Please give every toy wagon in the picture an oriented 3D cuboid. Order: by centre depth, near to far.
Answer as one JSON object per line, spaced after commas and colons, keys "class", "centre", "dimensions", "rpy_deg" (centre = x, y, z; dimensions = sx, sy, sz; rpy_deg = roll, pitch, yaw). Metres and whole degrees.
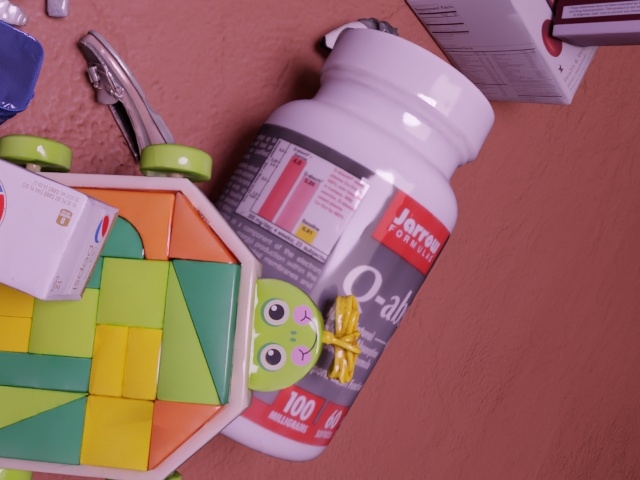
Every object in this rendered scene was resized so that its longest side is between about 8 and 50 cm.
{"class": "toy wagon", "centre": [-0.141, 0.059, 0.508], "dimensions": [0.068, 0.344, 0.267], "rpy_deg": [49, 45, -81]}

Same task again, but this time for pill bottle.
{"class": "pill bottle", "centre": [0.000, 0.000, 0.642], "dimensions": [0.210, 0.210, 0.363], "rpy_deg": [33, 87, -40]}

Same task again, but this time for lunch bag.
{"class": "lunch bag", "centre": [-0.263, -0.131, 0.511], "dimensions": [0.098, 0.065, 0.067], "rpy_deg": [26, 68, -40]}

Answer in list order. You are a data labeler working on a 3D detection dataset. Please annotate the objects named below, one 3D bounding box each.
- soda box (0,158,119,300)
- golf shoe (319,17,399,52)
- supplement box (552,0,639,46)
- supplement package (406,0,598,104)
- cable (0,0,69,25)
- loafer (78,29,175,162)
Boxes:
{"class": "soda box", "centre": [-0.255, -0.031, 0.454], "dimensions": [0.216, 0.069, 0.074], "rpy_deg": [22, 86, 3]}
{"class": "golf shoe", "centre": [0.043, -0.149, 0.772], "dimensions": [0.093, 0.077, 0.198], "rpy_deg": [-14, 108, -19]}
{"class": "supplement box", "centre": [0.345, -0.339, 0.734], "dimensions": [0.073, 0.130, 0.240], "rpy_deg": [0, 101, -42]}
{"class": "supplement package", "centre": [0.254, -0.312, 0.850], "dimensions": [0.203, 0.149, 0.194], "rpy_deg": [38, 75, -40]}
{"class": "cable", "centre": [-0.259, -0.302, 0.455], "dimensions": [0.257, 0.089, 0.257], "rpy_deg": [12, 93, -41]}
{"class": "loafer", "centre": [-0.177, -0.124, 0.601], "dimensions": [0.039, 0.045, 0.125], "rpy_deg": [-43, 128, -16]}
